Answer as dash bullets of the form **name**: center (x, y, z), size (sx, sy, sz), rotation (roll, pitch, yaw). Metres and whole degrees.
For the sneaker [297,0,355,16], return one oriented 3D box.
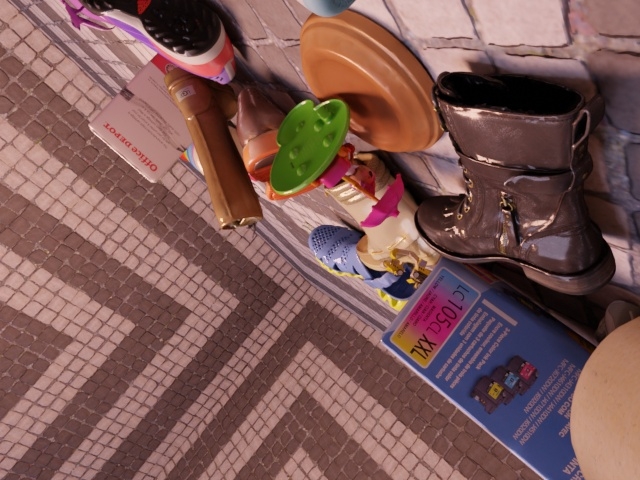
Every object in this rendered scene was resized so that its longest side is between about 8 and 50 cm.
- **sneaker**: center (-0.070, -0.272, 0.240), size (0.208, 0.127, 0.319), rotation (36, 170, 15)

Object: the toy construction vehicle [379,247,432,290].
- **toy construction vehicle**: center (0.145, 0.047, 0.758), size (0.098, 0.035, 0.086), rotation (31, 170, 2)

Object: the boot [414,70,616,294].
- **boot**: center (0.163, -0.068, 0.483), size (0.262, 0.091, 0.229), rotation (22, 155, 52)

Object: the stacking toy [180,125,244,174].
- **stacking toy**: center (-0.315, -0.244, 1.320), size (0.141, 0.141, 0.330), rotation (45, 168, -31)

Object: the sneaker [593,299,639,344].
- **sneaker**: center (0.367, 0.117, 0.605), size (0.152, 0.054, 0.061), rotation (46, 172, -38)

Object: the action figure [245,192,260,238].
- **action figure**: center (-0.266, -0.151, 1.645), size (0.276, 0.140, 0.164), rotation (55, 170, 3)

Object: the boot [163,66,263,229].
- **boot**: center (-0.173, -0.153, 0.882), size (0.270, 0.089, 0.236), rotation (67, -166, 2)

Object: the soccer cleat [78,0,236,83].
- **soccer cleat**: center (-0.264, -0.347, 0.758), size (0.318, 0.109, 0.116), rotation (35, 175, 15)

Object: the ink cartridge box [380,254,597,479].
- **ink cartridge box**: center (0.306, 0.192, 0.648), size (0.395, 0.151, 0.270), rotation (40, -168, 21)

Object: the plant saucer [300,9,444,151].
- **plant saucer**: center (0.049, -0.168, 0.554), size (0.200, 0.037, 0.200), rotation (39, 171, 7)

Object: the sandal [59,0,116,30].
- **sandal**: center (-0.459, -0.468, 0.950), size (0.416, 0.102, 0.169), rotation (30, 167, 48)

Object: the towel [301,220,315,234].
- **towel**: center (0.000, 0.000, 1.651), size (0.113, 0.023, 0.152), rotation (35, 171, 31)

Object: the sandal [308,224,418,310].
- **sandal**: center (0.102, 0.039, 1.145), size (0.317, 0.126, 0.138), rotation (26, 162, 27)

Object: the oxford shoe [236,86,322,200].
- **oxford shoe**: center (-0.067, -0.166, 0.905), size (0.364, 0.129, 0.133), rotation (63, -174, -81)

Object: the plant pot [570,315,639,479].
- **plant pot**: center (0.330, 0.166, 0.290), size (0.333, 0.334, 0.305), rotation (39, -177, 1)

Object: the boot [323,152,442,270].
- **boot**: center (0.084, -0.043, 0.816), size (0.203, 0.095, 0.262), rotation (41, 165, -14)

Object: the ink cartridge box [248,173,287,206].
- **ink cartridge box**: center (-0.157, -0.168, 1.324), size (0.109, 0.063, 0.150), rotation (30, 167, 46)

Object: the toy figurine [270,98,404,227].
- **toy figurine**: center (0.033, -0.085, 0.621), size (0.159, 0.130, 0.173), rotation (34, -162, -33)

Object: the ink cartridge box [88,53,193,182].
- **ink cartridge box**: center (-0.351, -0.269, 1.053), size (0.172, 0.237, 0.100), rotation (44, 170, -26)
